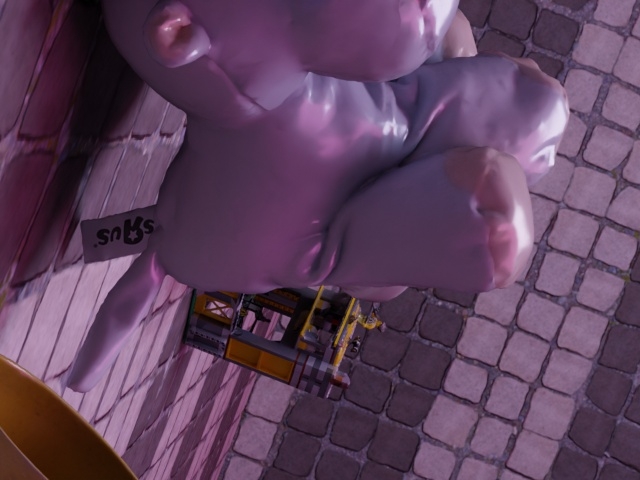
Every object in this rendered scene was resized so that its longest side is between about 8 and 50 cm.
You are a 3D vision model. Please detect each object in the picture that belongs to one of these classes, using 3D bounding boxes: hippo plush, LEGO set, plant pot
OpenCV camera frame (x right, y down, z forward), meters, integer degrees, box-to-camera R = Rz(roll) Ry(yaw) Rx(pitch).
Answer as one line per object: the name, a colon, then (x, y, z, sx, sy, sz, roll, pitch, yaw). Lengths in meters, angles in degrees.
hippo plush: (-0.024, -0.104, 0.805, 0.234, 0.294, 0.237, -94, 170, -47)
LEGO set: (0.000, 0.000, 1.587, 0.331, 0.192, 0.255, -65, 175, -48)
plant pot: (-0.151, 0.129, 0.711, 0.095, 0.134, 0.134, -44, 177, 1)

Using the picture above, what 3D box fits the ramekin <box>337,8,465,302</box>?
ramekin: (0.022, -0.091, 1.322, 0.273, 0.127, 0.273, -167, -90, -71)
